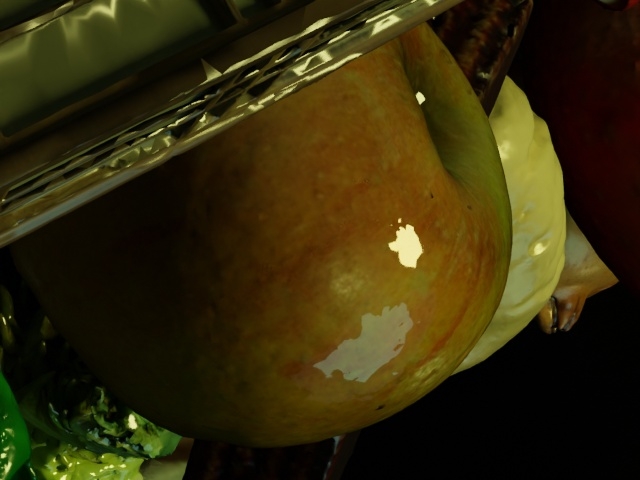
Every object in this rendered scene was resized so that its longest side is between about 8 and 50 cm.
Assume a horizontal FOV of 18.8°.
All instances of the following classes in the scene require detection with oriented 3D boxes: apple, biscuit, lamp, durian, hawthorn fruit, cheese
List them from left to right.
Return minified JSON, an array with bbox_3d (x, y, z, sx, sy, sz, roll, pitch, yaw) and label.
[{"bbox_3d":[-0.073,-0.046,0.453,0.325,0.089,0.090,-29,176,-26],"label":"lamp"},{"bbox_3d":[-0.129,0.066,0.975,0.107,0.132,0.375,-27,-167,-3],"label":"durian"},{"bbox_3d":[-0.022,-0.012,0.658,0.155,0.182,0.182,-25,178,20],"label":"apple"},{"bbox_3d":[0.004,0.033,0.926,0.107,0.073,0.388,-61,172,-46],"label":"biscuit"},{"bbox_3d":[0.021,-0.006,1.062,0.226,0.117,0.214,-20,142,-2],"label":"cheese"},{"bbox_3d":[0.264,-0.068,1.166,0.265,0.307,0.265,-15,163,-5],"label":"hawthorn fruit"}]

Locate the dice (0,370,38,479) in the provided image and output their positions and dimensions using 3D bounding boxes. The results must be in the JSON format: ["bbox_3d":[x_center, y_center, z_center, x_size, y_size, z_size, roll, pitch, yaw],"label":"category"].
[{"bbox_3d":[-0.209,0.093,0.864,0.131,0.120,0.128,-28,175,-24],"label":"dice"}]

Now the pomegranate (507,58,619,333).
[{"bbox_3d":[0.145,-0.038,1.455,0.209,0.209,0.209,-32,176,-3],"label":"pomegranate"}]

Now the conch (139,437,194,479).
[{"bbox_3d":[-0.208,0.185,1.460,0.368,0.197,0.249,-30,141,-22],"label":"conch"}]

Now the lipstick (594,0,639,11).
[{"bbox_3d":[0.210,-0.192,0.879,0.241,0.080,0.080,-31,176,-9],"label":"lipstick"}]
